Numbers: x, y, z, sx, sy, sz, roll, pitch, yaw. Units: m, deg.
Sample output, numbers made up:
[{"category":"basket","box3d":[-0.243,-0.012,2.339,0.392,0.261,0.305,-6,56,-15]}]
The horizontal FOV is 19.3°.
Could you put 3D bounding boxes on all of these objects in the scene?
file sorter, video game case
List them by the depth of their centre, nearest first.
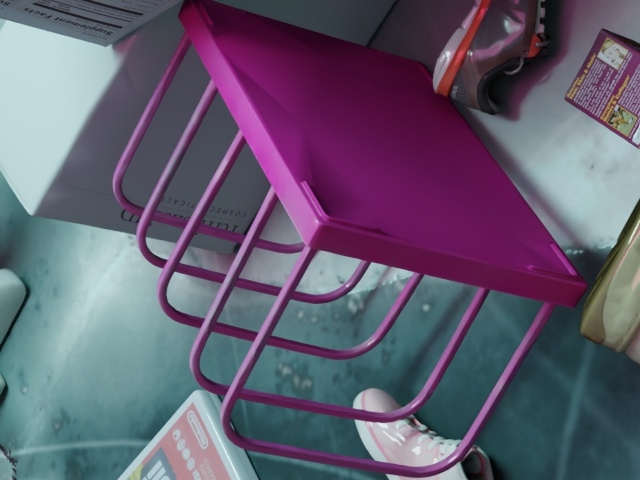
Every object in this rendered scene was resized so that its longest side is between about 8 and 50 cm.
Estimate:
[{"category":"file sorter","box3d":[0.000,0.000,1.277,0.182,0.202,0.291,-62,33,24]},{"category":"video game case","box3d":[-0.133,0.287,1.514,0.285,0.025,0.204,-49,51,27]}]

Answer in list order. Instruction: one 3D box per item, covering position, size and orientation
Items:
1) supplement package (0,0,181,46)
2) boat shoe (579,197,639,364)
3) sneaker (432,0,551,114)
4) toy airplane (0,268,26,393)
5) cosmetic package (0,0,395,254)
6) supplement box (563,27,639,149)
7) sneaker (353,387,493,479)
[{"category":"supplement package","box3d":[-0.141,-0.281,1.212,0.262,0.198,0.199,-25,66,39]},{"category":"boat shoe","box3d":[0.278,-0.069,1.123,0.110,0.121,0.341,28,109,7]},{"category":"sneaker","box3d":[0.142,-0.158,1.317,0.065,0.061,0.158,34,109,15]},{"category":"toy airplane","box3d":[-0.453,0.071,1.638,0.272,0.384,0.386,36,65,21]},{"category":"cosmetic package","box3d":[-0.080,-0.191,1.424,0.156,0.217,0.385,50,118,39]},{"category":"supplement box","box3d":[0.209,-0.094,1.230,0.083,0.043,0.055,42,112,41]},{"category":"sneaker","box3d":[0.077,0.146,1.312,0.070,0.051,0.134,-45,57,28]}]
